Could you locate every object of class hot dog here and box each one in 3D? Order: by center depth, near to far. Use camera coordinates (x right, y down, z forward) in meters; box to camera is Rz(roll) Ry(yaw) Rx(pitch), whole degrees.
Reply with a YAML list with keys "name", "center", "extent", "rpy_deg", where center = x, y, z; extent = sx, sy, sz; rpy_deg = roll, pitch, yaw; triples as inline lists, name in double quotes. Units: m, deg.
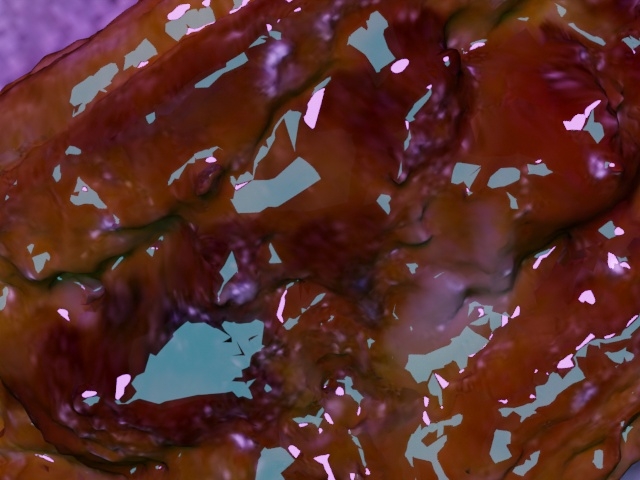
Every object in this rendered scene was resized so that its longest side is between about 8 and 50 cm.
- name: "hot dog"
  center: [0.001, 0.001, 0.434]
  extent: [0.227, 0.099, 0.160]
  rpy_deg: [-37, 108, 12]
